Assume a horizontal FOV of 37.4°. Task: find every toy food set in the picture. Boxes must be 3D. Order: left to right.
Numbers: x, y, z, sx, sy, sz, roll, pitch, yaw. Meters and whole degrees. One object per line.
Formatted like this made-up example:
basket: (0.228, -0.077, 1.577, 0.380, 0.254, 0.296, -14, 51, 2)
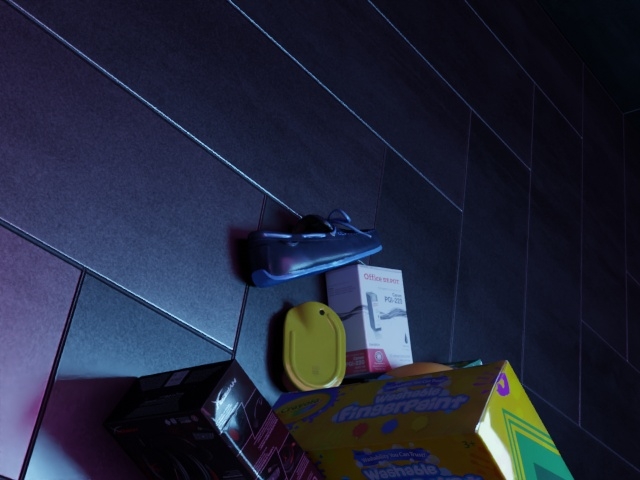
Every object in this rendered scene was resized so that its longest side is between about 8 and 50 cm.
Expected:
toy food set: (-0.024, 0.225, 1.756, 0.128, 0.071, 0.217, 13, 63, -23)

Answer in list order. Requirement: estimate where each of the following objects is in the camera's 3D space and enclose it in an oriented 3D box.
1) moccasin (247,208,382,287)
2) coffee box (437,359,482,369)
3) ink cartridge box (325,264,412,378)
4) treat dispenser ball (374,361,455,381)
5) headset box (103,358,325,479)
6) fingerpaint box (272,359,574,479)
moccasin: (0.000, 0.000, 1.802, 0.342, 0.138, 0.116, -13, 83, -54)
coffee box: (0.262, 0.300, 2.049, 0.184, 0.113, 0.040, -11, 90, -54)
ink cartridge box: (0.099, 0.164, 1.905, 0.159, 0.092, 0.217, 10, 68, -50)
treat dispenser ball: (0.197, 0.375, 1.790, 0.288, 0.288, 0.288, 22, 61, -46)
headset box: (-0.147, 0.331, 1.425, 0.293, 0.218, 0.110, 57, 41, -22)
fingerpaint box: (0.156, 0.404, 1.496, 0.371, 0.445, 0.163, 59, 40, -20)
